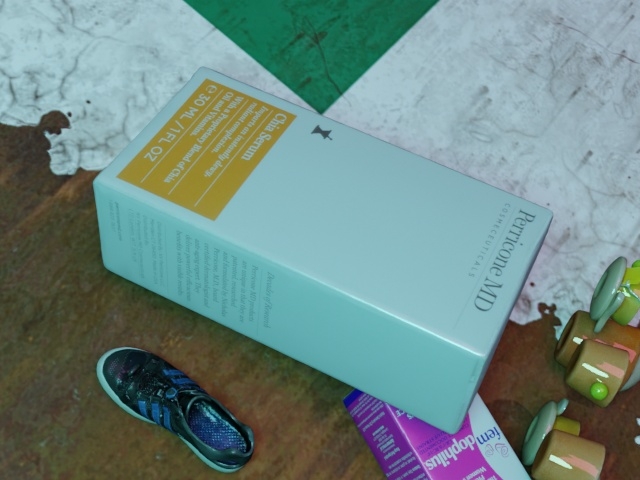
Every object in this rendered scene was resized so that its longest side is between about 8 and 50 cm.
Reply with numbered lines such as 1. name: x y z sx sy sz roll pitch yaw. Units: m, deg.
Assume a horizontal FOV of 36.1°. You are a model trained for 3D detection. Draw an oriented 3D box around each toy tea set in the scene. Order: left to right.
1. toy tea set: 0.342 0.192 1.176 0.124 0.200 0.336 25 59 6

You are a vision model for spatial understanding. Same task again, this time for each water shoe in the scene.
1. water shoe: -0.155 0.176 1.094 0.203 0.080 0.073 34 59 1

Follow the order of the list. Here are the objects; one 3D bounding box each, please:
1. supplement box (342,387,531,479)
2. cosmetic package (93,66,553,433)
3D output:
1. supplement box: 0.138 0.242 1.136 0.111 0.114 0.220 -25 75 -25
2. cosmetic package: 0.000 0.000 1.109 0.453 0.162 0.230 24 52 12
